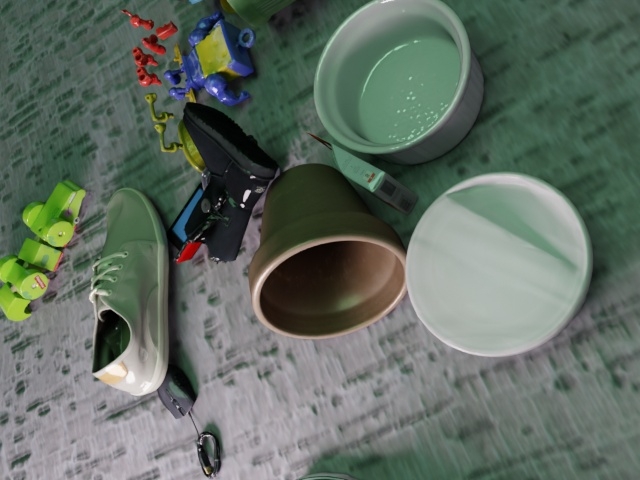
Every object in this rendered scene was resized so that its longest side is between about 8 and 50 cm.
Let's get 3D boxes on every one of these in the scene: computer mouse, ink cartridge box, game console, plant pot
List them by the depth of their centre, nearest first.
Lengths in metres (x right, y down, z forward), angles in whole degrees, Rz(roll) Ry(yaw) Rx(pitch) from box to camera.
[{"bbox_3d":[0.000,0.000,1.231,0.263,0.263,0.229,-33,45,20],"label":"plant pot"},{"bbox_3d":[0.062,-0.114,1.255,0.179,0.145,0.045,29,92,32],"label":"ink cartridge box"},{"bbox_3d":[-0.254,0.338,1.396,0.071,0.041,0.242,-42,62,15],"label":"computer mouse"},{"bbox_3d":[-0.259,-0.039,1.465,0.085,0.124,0.144,35,99,5],"label":"game console"}]

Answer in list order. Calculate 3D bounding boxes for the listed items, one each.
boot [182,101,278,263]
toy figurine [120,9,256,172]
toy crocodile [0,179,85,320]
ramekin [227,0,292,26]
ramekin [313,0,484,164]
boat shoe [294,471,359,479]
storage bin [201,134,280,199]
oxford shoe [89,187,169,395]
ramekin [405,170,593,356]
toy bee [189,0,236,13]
[{"bbox_3d":[-0.195,-0.102,1.296,0.246,0.094,0.207,44,116,31],"label":"boot"},{"bbox_3d":[-0.221,-0.342,1.459,0.217,0.191,0.362,-26,68,18],"label":"toy figurine"},{"bbox_3d":[-0.626,0.023,1.663,0.115,0.105,0.340,24,87,33],"label":"toy crocodile"},{"bbox_3d":[-0.123,-0.575,1.390,0.148,0.303,0.303,-22,68,16],"label":"ramekin"},{"bbox_3d":[0.140,-0.261,1.250,0.277,0.135,0.277,-7,75,30],"label":"ramekin"},{"bbox_3d":[0.057,0.445,1.150,0.306,0.105,0.113,15,86,32],"label":"boat shoe"},{"bbox_3d":[-0.142,-0.123,1.390,0.091,0.098,0.135,38,64,21],"label":"storage bin"},{"bbox_3d":[-0.393,0.084,1.472,0.169,0.130,0.449,-29,58,36],"label":"oxford shoe"},{"bbox_3d":[0.275,0.041,1.105,0.273,0.127,0.272,-7,75,29],"label":"ramekin"},{"bbox_3d":[-0.234,-0.583,1.534,0.162,0.195,0.298,-35,49,-8],"label":"toy bee"}]
